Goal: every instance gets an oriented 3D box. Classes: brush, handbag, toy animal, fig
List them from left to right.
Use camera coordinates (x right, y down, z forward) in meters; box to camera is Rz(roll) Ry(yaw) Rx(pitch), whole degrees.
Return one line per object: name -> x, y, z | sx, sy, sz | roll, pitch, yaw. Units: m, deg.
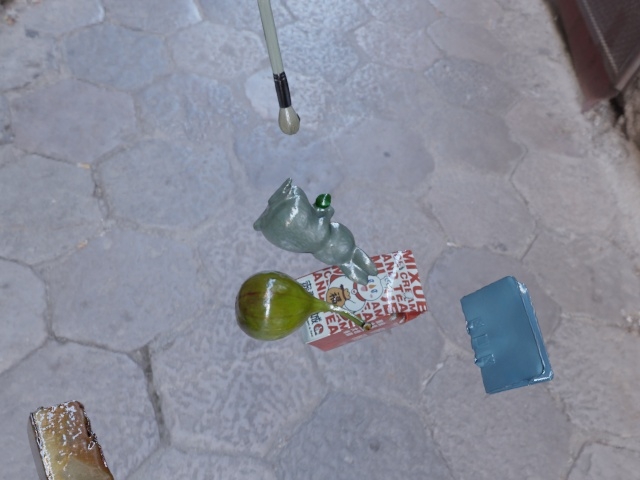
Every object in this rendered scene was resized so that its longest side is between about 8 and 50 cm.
brush -> -0.077, -0.323, 1.058 | 0.042, 0.299, 0.039 | 16, 46, 26
fig -> -0.028, 0.116, 0.983 | 0.236, 0.124, 0.124 | 6, 51, -3
toy animal -> -0.005, -0.007, 1.049 | 0.236, 0.138, 0.108 | 43, 11, -27
handbag -> 0.092, 0.132, 1.346 | 0.298, 0.151, 0.171 | -23, 66, 12
handbag -> 0.380, 0.196, 1.198 | 0.057, 0.144, 0.221 | 29, 45, -47

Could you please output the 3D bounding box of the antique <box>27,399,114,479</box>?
antique -> -0.382, 0.412, 0.922 | 0.093, 0.087, 0.310 | -12, 59, -37
